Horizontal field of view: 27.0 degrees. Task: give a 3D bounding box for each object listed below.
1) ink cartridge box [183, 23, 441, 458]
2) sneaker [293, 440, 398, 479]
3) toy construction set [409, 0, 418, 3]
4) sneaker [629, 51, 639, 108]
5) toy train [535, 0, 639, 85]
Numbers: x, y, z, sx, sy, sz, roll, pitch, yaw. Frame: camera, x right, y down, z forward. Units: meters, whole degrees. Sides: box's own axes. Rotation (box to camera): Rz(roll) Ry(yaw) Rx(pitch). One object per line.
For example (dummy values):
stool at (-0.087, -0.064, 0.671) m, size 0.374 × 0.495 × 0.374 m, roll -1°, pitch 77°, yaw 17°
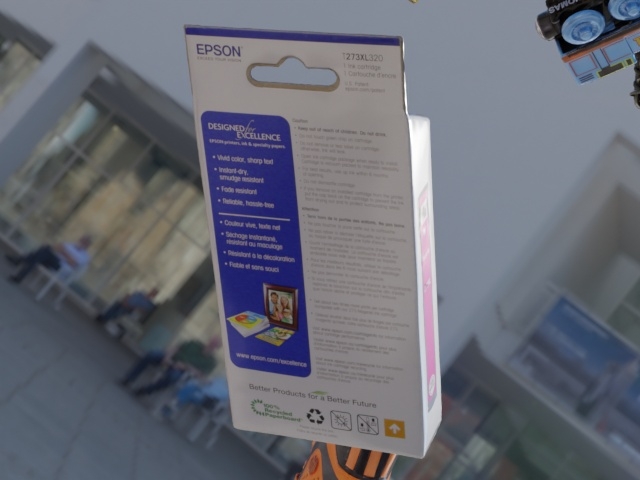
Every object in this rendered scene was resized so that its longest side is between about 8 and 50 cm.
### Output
ink cartridge box at (0.000, 0.000, 1.068) m, size 0.176 × 0.069 × 0.370 m, roll 6°, pitch -59°, yaw 20°
sneaker at (0.010, 0.216, 1.468) m, size 0.125 × 0.180 × 0.321 m, roll 18°, pitch 2°, yaw -8°
toy construction set at (0.084, -0.290, 0.827) m, size 0.237 × 0.257 × 0.309 m, roll 42°, pitch -15°, yaw -3°
sneaker at (0.392, -0.197, 1.494) m, size 0.100 × 0.108 × 0.271 m, roll 35°, pitch -21°, yaw 56°
toy train at (0.301, -0.227, 1.282) m, size 0.105 × 0.184 × 0.080 m, roll 43°, pitch 30°, yaw -49°
